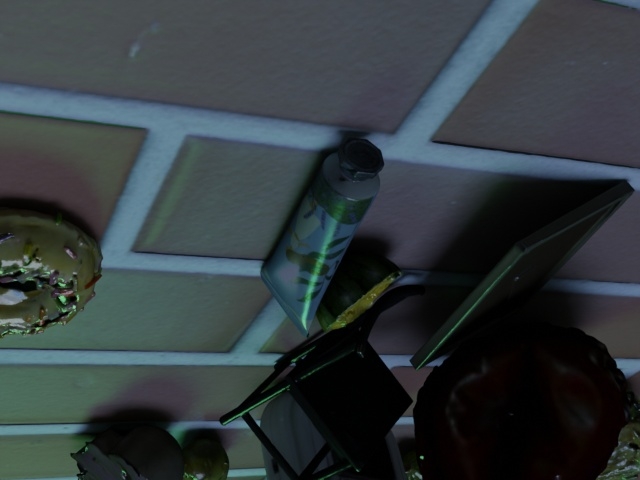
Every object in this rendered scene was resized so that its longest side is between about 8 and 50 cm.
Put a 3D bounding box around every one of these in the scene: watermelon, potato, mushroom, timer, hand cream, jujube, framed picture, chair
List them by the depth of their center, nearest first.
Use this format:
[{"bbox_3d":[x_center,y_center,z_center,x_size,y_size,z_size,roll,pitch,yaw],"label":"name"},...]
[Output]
[{"bbox_3d":[0.000,0.000,0.880,0.055,0.088,0.256,-30,160,-34],"label":"hand cream"},{"bbox_3d":[0.031,0.048,0.967,0.105,0.062,0.105,-40,175,-4],"label":"watermelon"},{"bbox_3d":[0.216,0.045,0.999,0.189,0.023,0.260,-26,160,-33],"label":"framed picture"},{"bbox_3d":[0.028,0.174,1.068,0.260,0.141,0.154,-35,-177,40],"label":"chair"},{"bbox_3d":[0.249,0.214,1.126,0.258,0.258,0.376,-23,178,19],"label":"jujube"},{"bbox_3d":[0.031,0.324,1.269,0.087,0.237,0.262,-31,145,28],"label":"timer"},{"bbox_3d":[-0.256,0.318,1.285,0.117,0.141,0.188,-31,175,-45],"label":"mushroom"},{"bbox_3d":[-0.188,0.355,1.398,0.105,0.085,0.188,-43,165,-29],"label":"potato"}]

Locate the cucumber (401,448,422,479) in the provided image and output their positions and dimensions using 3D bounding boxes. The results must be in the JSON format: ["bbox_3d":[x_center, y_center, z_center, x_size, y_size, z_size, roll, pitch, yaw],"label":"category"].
[{"bbox_3d":[0.199,0.425,1.620,0.134,0.134,0.244,-24,144,20],"label":"cucumber"}]

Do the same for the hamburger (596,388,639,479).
[{"bbox_3d":[0.461,0.321,1.560,0.183,0.130,0.206,-21,130,13],"label":"hamburger"}]

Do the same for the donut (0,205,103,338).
[{"bbox_3d":[-0.284,0.035,0.837,0.174,0.068,0.175,-9,149,-5],"label":"donut"}]
